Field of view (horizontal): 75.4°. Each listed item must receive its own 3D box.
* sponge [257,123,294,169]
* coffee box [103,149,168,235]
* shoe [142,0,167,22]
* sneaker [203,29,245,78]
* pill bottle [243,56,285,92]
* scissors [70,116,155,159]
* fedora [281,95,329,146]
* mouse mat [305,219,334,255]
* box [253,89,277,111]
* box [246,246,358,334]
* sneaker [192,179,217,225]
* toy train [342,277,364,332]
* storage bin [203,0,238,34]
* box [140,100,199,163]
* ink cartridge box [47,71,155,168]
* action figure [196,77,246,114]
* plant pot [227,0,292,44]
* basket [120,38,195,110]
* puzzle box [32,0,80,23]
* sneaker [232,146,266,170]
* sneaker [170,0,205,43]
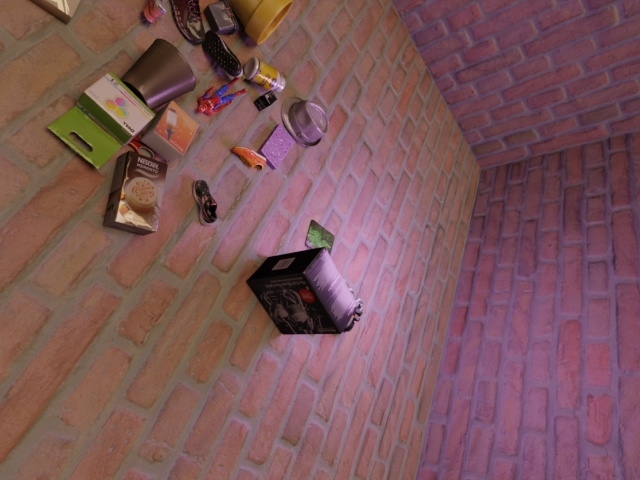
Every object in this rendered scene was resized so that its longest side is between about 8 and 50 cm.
[{"bbox_3d":[-0.205,-0.442,1.947,0.117,0.031,0.210,49,50,-30],"label":"sponge"},{"bbox_3d":[-0.616,-0.156,1.387,0.141,0.098,0.247,18,69,-45],"label":"coffee box"},{"bbox_3d":[-0.625,-0.886,1.553,0.063,0.081,0.178,40,25,-50],"label":"shoe"},{"bbox_3d":[-0.405,-0.773,1.749,0.235,0.084,0.097,54,15,1],"label":"sneaker"},{"bbox_3d":[-0.253,-0.754,1.902,0.184,0.103,0.103,14,72,-45],"label":"pill bottle"},{"bbox_3d":[-0.684,-0.370,1.420,0.297,0.021,0.109,31,61,-38],"label":"scissors"},{"bbox_3d":[-0.054,-0.609,2.077,0.275,0.124,0.244,49,50,-30],"label":"fedora"},{"bbox_3d":[0.000,0.000,2.104,0.189,0.007,0.153,35,58,-37],"label":"mouse mat"},{"bbox_3d":[-0.253,-0.639,1.894,0.052,0.083,0.062,54,48,-24],"label":"box"},{"bbox_3d":[-0.074,0.220,1.727,0.313,0.343,0.179,59,44,-21],"label":"box"},{"bbox_3d":[-0.434,-0.150,1.604,0.072,0.077,0.179,-20,96,-49],"label":"sneaker"},{"bbox_3d":[0.083,0.312,2.048,0.334,0.142,0.190,49,62,-32],"label":"toy train"},{"bbox_3d":[-0.426,-0.950,1.767,0.091,0.098,0.135,-36,109,-34],"label":"storage bin"},{"bbox_3d":[-0.543,-0.392,1.503,0.130,0.091,0.171,42,45,-37],"label":"box"},{"bbox_3d":[-0.691,-0.384,1.328,0.189,0.097,0.255,45,46,-26],"label":"ink cartridge box"},{"bbox_3d":[-0.394,-0.601,1.699,0.092,0.139,0.280,57,49,-22],"label":"action figure"},{"bbox_3d":[-0.288,-1.055,1.841,0.239,0.254,0.254,40,53,-15],"label":"plant pot"},{"bbox_3d":[-0.589,-0.566,1.467,0.204,0.154,0.227,56,50,-31],"label":"basket"},{"bbox_3d":[-0.916,-0.898,1.241,0.408,0.052,0.272,29,62,-41],"label":"puzzle box"},{"bbox_3d":[-0.308,-0.356,1.796,0.175,0.064,0.068,23,76,-40],"label":"sneaker"},{"bbox_3d":[-0.506,-0.934,1.616,0.106,0.162,0.282,-39,111,-44],"label":"sneaker"}]
